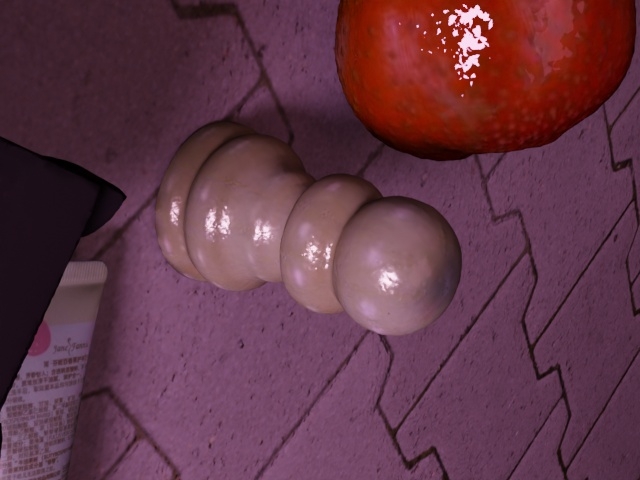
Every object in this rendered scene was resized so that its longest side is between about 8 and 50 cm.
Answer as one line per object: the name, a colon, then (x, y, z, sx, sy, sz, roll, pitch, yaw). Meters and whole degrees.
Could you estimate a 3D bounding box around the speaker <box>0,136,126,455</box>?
speaker: (-0.270, -0.014, 0.488, 0.254, 0.232, 0.184, 28, 86, -52)

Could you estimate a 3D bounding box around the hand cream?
hand cream: (-0.234, 0.164, 0.735, 0.147, 0.093, 0.306, 0, 104, -53)

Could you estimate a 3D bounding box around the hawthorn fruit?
hawthorn fruit: (0.151, -0.219, 0.894, 0.275, 0.275, 0.300, -25, 133, -43)

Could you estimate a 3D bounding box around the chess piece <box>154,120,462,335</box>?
chess piece: (0.000, 0.000, 0.813, 0.144, 0.251, 0.144, -26, 126, -43)
